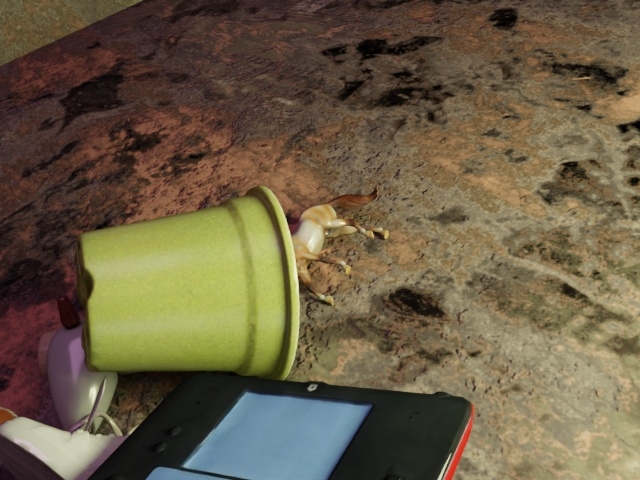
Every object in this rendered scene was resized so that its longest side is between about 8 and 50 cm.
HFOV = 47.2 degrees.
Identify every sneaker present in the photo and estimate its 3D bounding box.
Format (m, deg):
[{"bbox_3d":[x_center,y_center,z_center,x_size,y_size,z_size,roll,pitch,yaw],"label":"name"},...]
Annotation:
[{"bbox_3d":[-0.242,0.268,0.912,0.292,0.108,0.169,31,46,1],"label":"sneaker"}]

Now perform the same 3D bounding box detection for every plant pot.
[{"bbox_3d":[-0.193,0.070,0.988,0.253,0.276,0.276,-4,35,-21],"label":"plant pot"}]

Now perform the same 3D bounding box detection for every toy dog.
[{"bbox_3d":[-0.349,0.208,1.029,0.220,0.161,0.334,-25,40,-10],"label":"toy dog"}]

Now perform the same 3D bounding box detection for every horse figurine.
[{"bbox_3d":[0.000,0.000,1.230,0.174,0.066,0.263,21,54,29],"label":"horse figurine"}]

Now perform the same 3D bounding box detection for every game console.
[{"bbox_3d":[-0.074,0.253,0.724,0.386,0.060,0.342,-1,32,31],"label":"game console"}]
